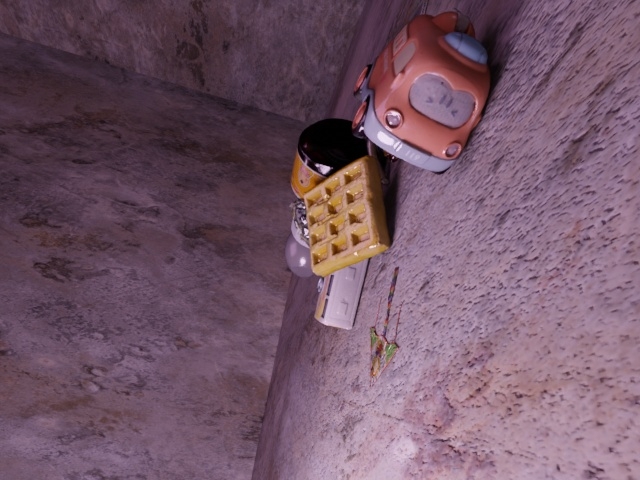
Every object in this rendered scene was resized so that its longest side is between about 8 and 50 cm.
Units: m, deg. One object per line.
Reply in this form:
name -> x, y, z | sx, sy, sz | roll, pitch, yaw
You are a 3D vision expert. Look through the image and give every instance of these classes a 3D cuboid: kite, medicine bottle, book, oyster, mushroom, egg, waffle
kite -> 0.127, 0.169, 0.885 | 0.198, 0.006, 0.244 | 156, 128, -80
medicine bottle -> 0.028, -0.149, 1.376 | 0.395, 0.243, 0.242 | 100, 178, -49
book -> 0.277, -0.649, 1.282 | 0.127, 0.014, 0.181 | 167, 117, -80
oyster -> 0.002, -0.001, 1.299 | 0.087, 0.199, 0.252 | -33, -65, -42
mushroom -> 0.149, -0.227, 1.177 | 0.060, 0.061, 0.187 | -27, 69, 52
egg -> -0.044, 0.023, 1.696 | 0.176, 0.176, 0.231 | 115, 169, -51
waffle -> 0.057, -0.058, 1.085 | 0.221, 0.055, 0.247 | -28, 58, 40

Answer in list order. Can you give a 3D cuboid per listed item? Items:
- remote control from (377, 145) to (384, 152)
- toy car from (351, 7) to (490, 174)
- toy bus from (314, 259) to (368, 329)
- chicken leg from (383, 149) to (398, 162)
remote control -> 0.176, -0.334, 1.284 | 0.072, 0.042, 0.221 | 115, 161, -44
toy car -> 0.178, -0.259, 0.749 | 0.212, 0.181, 0.270 | -54, 20, 43
toy bus -> 0.066, 0.053, 1.173 | 0.138, 0.097, 0.342 | -178, 102, -79
chicken leg -> 0.183, -0.324, 1.147 | 0.113, 0.093, 0.304 | 83, -173, -61
